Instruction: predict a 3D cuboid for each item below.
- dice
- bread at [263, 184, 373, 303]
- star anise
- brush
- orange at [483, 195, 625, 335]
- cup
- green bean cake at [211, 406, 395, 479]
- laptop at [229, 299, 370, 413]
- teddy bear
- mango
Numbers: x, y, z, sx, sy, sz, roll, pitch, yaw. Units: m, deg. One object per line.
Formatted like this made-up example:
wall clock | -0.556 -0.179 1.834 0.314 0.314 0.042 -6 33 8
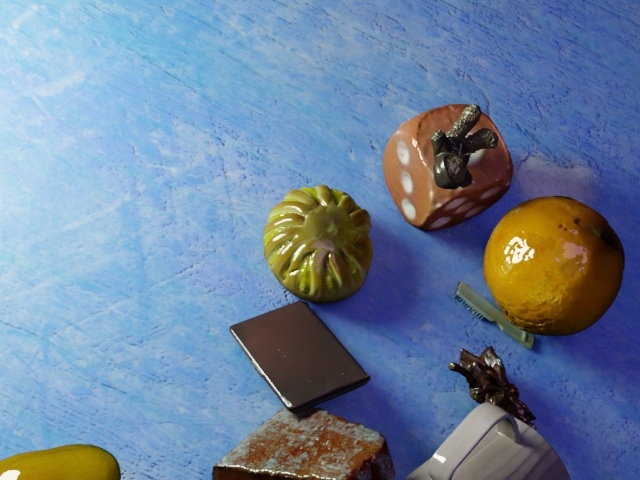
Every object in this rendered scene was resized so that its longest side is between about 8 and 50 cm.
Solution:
dice | 0.224 -0.130 2.007 0.175 0.179 0.173 -19 74 -21
bread | 0.000 0.000 1.908 0.214 0.104 0.213 6 65 -13
star anise | 0.275 0.234 1.864 0.234 0.073 0.177 50 16 -22
brush | 0.306 0.138 1.991 0.179 0.030 0.033 37 43 -11
orange | 0.404 0.044 1.941 0.246 0.246 0.246 8 63 -16
cup | 0.218 0.391 1.712 0.273 0.208 0.288 -32 106 -31
green bean cake | -0.020 0.348 1.673 0.198 0.233 0.097 -40 126 -36
laptop | -0.037 0.184 1.801 0.154 0.026 0.207 -20 45 -25
teddy bear | 0.225 -0.150 1.878 0.119 0.078 0.160 56 50 -28
mango | -0.384 0.369 1.586 0.221 0.120 0.151 -7 66 -30
